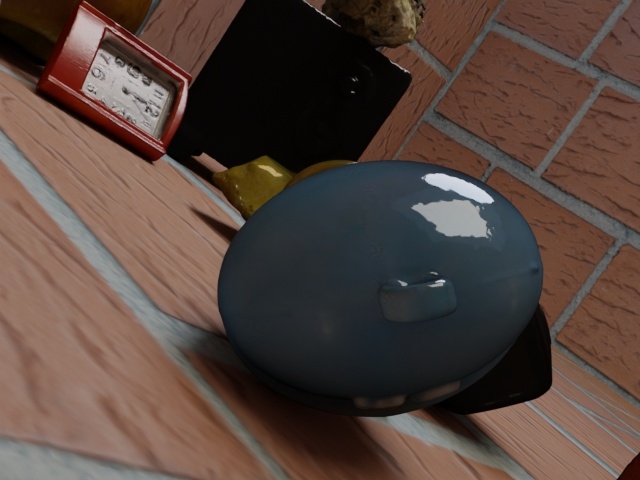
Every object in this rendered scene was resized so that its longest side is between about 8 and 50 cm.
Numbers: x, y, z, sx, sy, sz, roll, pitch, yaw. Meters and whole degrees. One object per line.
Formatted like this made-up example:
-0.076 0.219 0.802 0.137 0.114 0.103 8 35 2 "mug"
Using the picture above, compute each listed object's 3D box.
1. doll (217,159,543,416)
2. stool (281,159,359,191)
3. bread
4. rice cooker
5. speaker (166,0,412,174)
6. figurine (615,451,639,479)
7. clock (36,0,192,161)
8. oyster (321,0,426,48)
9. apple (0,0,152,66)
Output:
0.028 0.028 0.594 0.177 0.141 0.314 -10 -1 -6 "doll"
0.015 0.004 0.818 0.110 0.134 0.135 -92 174 -62 "stool"
0.000 0.000 1.000 0.161 0.088 0.233 35 3 40 "bread"
0.124 0.066 0.849 0.203 0.118 0.142 -125 -164 -74 "rice cooker"
-0.049 -0.171 1.308 0.232 0.254 0.184 35 4 -3 "speaker"
0.237 0.197 0.470 0.183 0.160 0.226 40 -2 39 "figurine"
-0.220 -0.164 1.074 0.155 0.113 0.061 32 -35 -28 "clock"
0.069 -0.275 1.279 0.133 0.072 0.209 25 -12 -31 "oyster"
-0.309 -0.303 1.146 0.237 0.207 0.237 29 -15 8 "apple"
